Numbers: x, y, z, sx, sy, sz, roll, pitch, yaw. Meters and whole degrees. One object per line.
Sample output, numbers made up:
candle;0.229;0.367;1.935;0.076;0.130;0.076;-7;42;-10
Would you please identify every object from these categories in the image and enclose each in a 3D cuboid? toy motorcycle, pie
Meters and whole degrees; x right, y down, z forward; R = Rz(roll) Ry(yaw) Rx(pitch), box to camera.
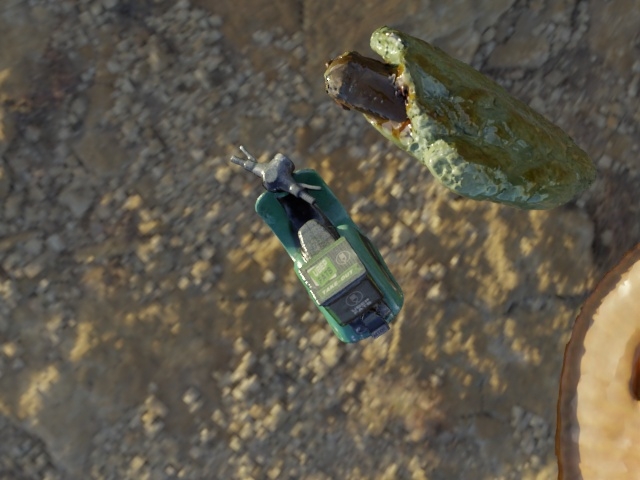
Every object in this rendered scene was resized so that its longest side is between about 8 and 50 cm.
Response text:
toy motorcycle;0.000;0.000;1.028;0.058;0.173;0.100;-35;137;3
pie;0.157;-0.129;1.557;0.274;0.257;0.105;41;119;21

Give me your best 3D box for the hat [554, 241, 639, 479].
hat;0.259;0.117;0.658;0.244;0.233;0.233;24;102;41
